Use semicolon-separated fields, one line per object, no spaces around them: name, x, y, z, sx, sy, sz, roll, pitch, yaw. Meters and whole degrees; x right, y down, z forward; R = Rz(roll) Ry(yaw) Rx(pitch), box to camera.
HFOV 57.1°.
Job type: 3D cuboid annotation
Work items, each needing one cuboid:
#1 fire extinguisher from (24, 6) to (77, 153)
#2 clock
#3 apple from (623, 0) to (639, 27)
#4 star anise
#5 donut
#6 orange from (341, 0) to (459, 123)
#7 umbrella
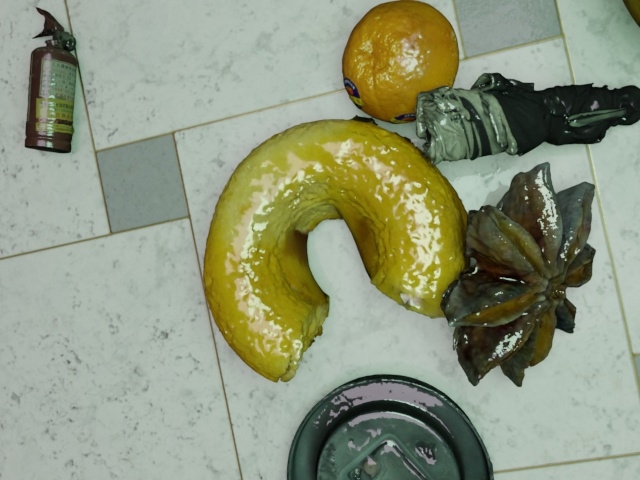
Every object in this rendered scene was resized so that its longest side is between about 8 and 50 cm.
fire extinguisher;-0.476;-0.280;1.011;0.107;0.075;0.251;4;92;10
clock;0.108;0.368;0.927;0.319;0.066;0.318;0;91;10
apple;0.543;-0.398;0.670;0.401;0.400;0.333;-12;110;10
star anise;0.276;0.049;0.810;0.118;0.332;0.331;29;97;47
donut;0.000;0.000;0.890;0.435;0.163;0.377;-28;86;9
orange;0.118;-0.261;0.866;0.178;0.155;0.177;12;105;54
umbrella;0.302;-0.175;0.809;0.358;0.106;0.112;-9;93;-15
